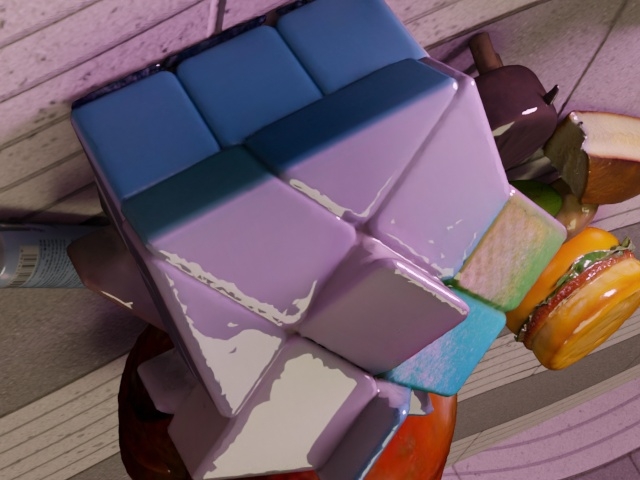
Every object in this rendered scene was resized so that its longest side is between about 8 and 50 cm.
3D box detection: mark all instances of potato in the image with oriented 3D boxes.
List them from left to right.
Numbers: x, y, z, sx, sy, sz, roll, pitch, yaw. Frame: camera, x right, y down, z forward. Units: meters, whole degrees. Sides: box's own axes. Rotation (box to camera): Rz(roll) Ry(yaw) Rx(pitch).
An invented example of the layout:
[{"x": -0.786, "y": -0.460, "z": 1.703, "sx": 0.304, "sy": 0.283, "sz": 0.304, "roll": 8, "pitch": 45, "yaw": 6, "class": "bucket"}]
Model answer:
[{"x": 0.319, "y": -0.036, "z": 1.719, "sx": 0.107, "sy": 0.080, "sz": 0.170, "roll": -57, "pitch": -173, "yaw": -16, "class": "potato"}]

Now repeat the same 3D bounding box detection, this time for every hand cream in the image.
[{"x": -0.241, "y": 0.016, "z": 1.165, "sx": 0.091, "sy": 0.058, "sz": 0.271, "roll": -49, "pitch": 158, "yaw": 19, "class": "hand cream"}]

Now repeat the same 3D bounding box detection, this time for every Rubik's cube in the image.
[{"x": 0.000, "y": 0.000, "z": 1.050, "sx": 0.387, "sy": 0.358, "sz": 0.368, "roll": -26, "pitch": 118, "yaw": -9, "class": "Rubik's cube"}]

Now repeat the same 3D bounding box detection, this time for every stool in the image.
[{"x": 0.145, "y": -0.109, "z": 1.265, "sx": 0.125, "sy": 0.121, "sz": 0.217, "roll": -8, "pitch": 150, "yaw": -48, "class": "stool"}]

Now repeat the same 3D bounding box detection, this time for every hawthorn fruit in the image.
[{"x": -0.020, "y": 0.186, "z": 1.426, "sx": 0.402, "sy": 0.403, "sz": 0.403, "roll": -25, "pitch": 160, "yaw": -10, "class": "hawthorn fruit"}]

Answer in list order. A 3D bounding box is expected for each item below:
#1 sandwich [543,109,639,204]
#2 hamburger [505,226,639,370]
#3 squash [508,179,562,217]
[{"x": 0.359, "y": -0.105, "z": 1.602, "sx": 0.258, "sy": 0.094, "sz": 0.096, "roll": 0, "pitch": 141, "yaw": -51, "class": "sandwich"}, {"x": 0.390, "y": 0.074, "z": 1.969, "sx": 0.246, "sy": 0.170, "sz": 0.246, "roll": -36, "pitch": 158, "yaw": -17, "class": "hamburger"}, {"x": 0.173, "y": -0.010, "z": 1.601, "sx": 0.292, "sy": 0.082, "sz": 0.082, "roll": -23, "pitch": 160, "yaw": -12, "class": "squash"}]
